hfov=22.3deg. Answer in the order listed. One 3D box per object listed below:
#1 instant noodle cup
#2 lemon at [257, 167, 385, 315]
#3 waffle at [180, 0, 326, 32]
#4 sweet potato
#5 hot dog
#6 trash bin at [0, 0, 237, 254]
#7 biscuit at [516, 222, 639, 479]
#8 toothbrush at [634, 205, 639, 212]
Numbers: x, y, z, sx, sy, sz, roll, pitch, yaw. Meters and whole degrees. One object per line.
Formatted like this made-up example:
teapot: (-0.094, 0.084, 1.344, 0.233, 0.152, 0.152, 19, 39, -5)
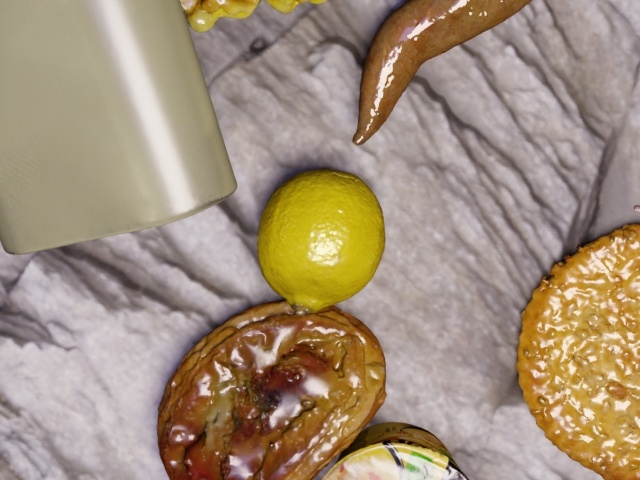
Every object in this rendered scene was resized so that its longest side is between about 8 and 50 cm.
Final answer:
instant noodle cup: (0.065, 0.232, 1.410, 0.152, 0.122, 0.151, 0, 99, 2)
lemon: (0.000, 0.000, 1.371, 0.109, 0.109, 0.133, 10, 77, 0)
waffle: (-0.076, -0.322, 1.336, 0.282, 0.058, 0.300, -25, 99, 6)
sweet potato: (0.118, -0.195, 1.353, 0.281, 0.059, 0.067, -38, 107, 9)
hot dog: (-0.048, 0.150, 1.402, 0.160, 0.099, 0.227, 44, 103, 24)
trash bin: (-0.204, -0.129, 1.325, 0.243, 0.121, 0.247, -12, 105, 29)
biscuit: (0.299, 0.103, 1.416, 0.254, 0.035, 0.253, 0, 103, 2)
toothbrush: (0.320, -0.019, 1.407, 0.097, 0.008, 0.006, 10, 99, 0)
